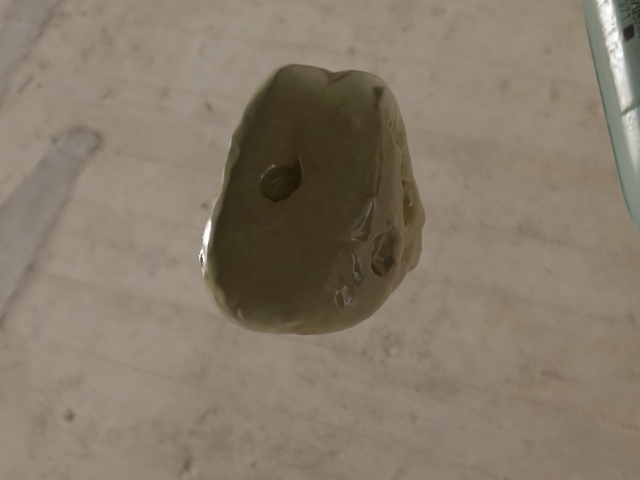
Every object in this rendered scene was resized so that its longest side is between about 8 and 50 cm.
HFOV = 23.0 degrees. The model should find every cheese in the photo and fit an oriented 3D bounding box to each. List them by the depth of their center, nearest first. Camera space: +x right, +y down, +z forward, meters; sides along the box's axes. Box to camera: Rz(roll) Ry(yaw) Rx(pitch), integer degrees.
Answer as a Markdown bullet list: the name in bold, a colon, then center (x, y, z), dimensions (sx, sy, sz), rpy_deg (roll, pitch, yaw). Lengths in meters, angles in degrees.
- **cheese**: center (0.001, 0.001, 1.502), dimensions (0.174, 0.251, 0.248), rpy_deg (9, -121, 22)

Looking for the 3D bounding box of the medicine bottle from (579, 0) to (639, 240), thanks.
- **medicine bottle**: center (0.153, -0.031, 0.569), dimensions (0.090, 0.090, 0.216), rpy_deg (-14, -106, 19)
